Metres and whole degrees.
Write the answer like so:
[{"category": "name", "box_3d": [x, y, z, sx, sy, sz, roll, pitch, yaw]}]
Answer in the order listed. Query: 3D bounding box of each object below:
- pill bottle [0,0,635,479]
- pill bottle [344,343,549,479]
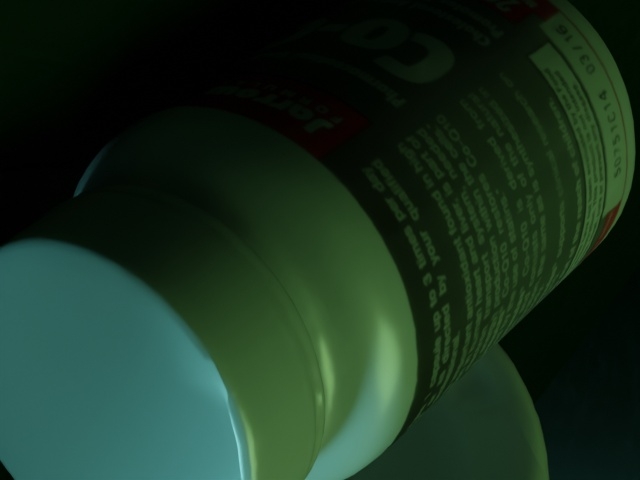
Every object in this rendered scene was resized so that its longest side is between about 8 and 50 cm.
[{"category": "pill bottle", "box_3d": [0.000, 0.000, 0.686, 0.283, 0.161, 0.161, -37, 159, -46]}, {"category": "pill bottle", "box_3d": [-0.024, 0.198, 0.958, 0.224, 0.224, 0.392, -44, 164, -30]}]
